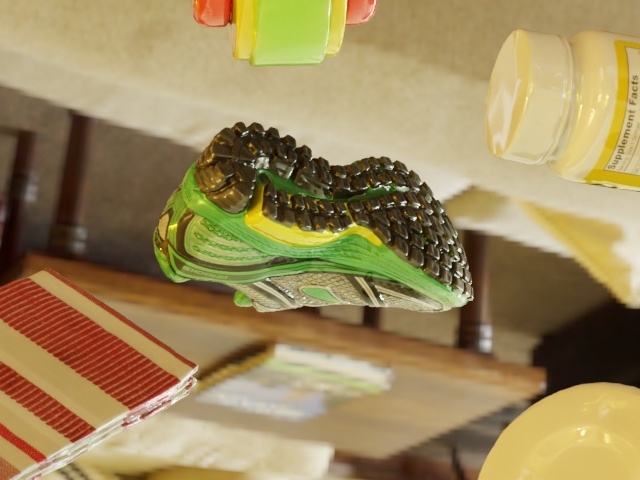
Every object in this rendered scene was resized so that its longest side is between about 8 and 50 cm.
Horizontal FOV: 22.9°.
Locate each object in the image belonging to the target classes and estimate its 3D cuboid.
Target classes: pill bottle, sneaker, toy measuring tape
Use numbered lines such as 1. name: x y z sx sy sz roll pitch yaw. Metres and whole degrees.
1. pill bottle: 0.239 -0.096 1.205 0.208 0.119 0.119 8 158 -11
2. pill bottle: 0.330 0.312 1.492 0.224 0.224 0.392 -11 144 35
3. sneaker: 0.000 0.000 1.409 0.343 0.134 0.146 18 134 -38
4. toy measuring tape: -0.015 -0.173 0.871 0.121 0.121 0.330 7 166 -5

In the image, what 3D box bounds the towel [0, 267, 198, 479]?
1. towel: -0.308 0.141 1.578 0.237 0.329 0.037 32 123 24
